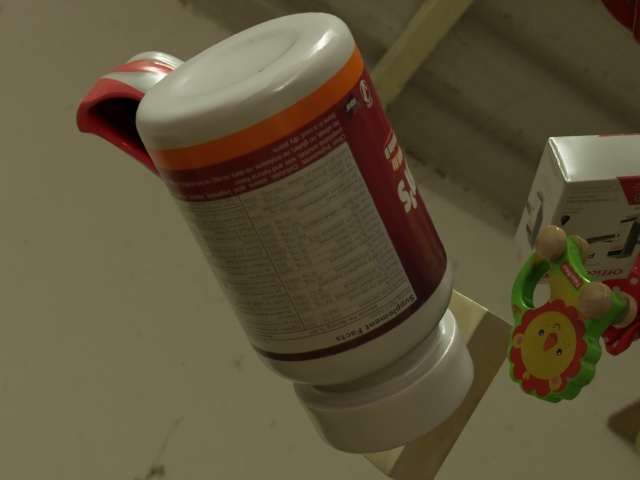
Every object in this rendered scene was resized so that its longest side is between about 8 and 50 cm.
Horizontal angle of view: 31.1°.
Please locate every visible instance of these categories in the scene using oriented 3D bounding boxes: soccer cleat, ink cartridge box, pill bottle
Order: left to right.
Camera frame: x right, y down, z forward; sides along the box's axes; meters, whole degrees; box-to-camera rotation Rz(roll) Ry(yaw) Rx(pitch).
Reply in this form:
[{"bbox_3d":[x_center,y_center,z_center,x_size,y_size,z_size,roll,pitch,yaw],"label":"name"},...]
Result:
[{"bbox_3d":[-0.071,-0.064,1.037,0.318,0.116,0.109,30,-55,12],"label":"soccer cleat"},{"bbox_3d":[0.000,0.000,0.625,0.121,0.121,0.221,-11,-62,29],"label":"pill bottle"},{"bbox_3d":[0.235,-0.025,1.001,0.099,0.056,0.135,-4,-41,-10],"label":"ink cartridge box"}]

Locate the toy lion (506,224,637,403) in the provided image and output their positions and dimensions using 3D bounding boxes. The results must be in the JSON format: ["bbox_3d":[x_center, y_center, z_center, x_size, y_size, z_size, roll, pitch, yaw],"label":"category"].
[{"bbox_3d":[0.157,0.054,0.770,0.034,0.100,0.096,20,-63,-34],"label":"toy lion"}]

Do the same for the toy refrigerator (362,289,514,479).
[{"bbox_3d":[0.166,0.213,1.646,0.094,0.270,0.102,31,0,-37],"label":"toy refrigerator"}]

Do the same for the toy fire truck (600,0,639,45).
[{"bbox_3d":[0.210,-0.247,0.779,0.246,0.158,0.217,39,-32,39],"label":"toy fire truck"}]

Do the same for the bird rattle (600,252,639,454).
[{"bbox_3d":[0.388,0.107,1.158,0.143,0.254,0.207,13,-35,-43],"label":"bird rattle"}]
